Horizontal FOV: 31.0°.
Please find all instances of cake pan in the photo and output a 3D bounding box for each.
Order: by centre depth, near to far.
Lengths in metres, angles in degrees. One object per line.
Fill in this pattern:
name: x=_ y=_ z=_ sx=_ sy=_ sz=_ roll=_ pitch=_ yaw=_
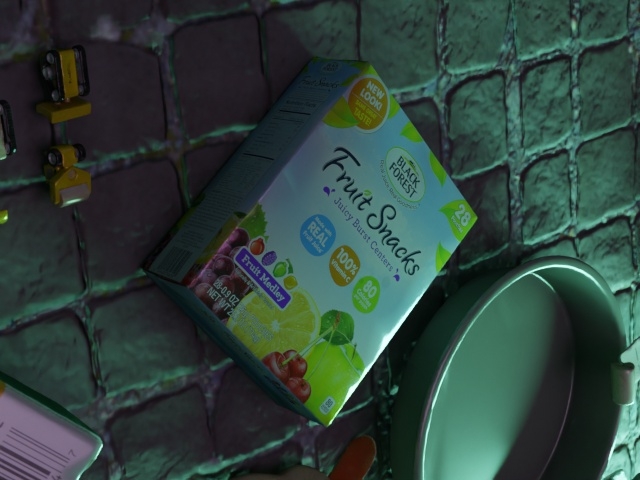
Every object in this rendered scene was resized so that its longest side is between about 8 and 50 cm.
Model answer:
cake pan: x=0.166 y=0.152 z=1.013 sx=0.293 sy=0.054 sz=0.293 roll=-12 pitch=109 yaw=-41

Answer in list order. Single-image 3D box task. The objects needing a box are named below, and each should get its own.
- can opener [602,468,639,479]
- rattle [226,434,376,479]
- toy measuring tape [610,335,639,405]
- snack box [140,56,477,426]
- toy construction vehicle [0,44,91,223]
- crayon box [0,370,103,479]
can opener: x=0.323 y=0.350 z=1.188 sx=0.074 sy=0.093 sz=0.280 roll=-38 pitch=127 yaw=-27
rattle: x=-0.030 y=0.244 z=0.887 sx=0.200 sy=0.130 sz=0.142 roll=-40 pitch=149 yaw=-62
toy measuring tape: x=0.401 y=0.088 z=1.127 sx=0.330 sy=0.121 sz=0.121 roll=-25 pitch=117 yaw=-47
snack box: x=0.000 y=0.000 z=0.839 sx=0.207 sy=0.070 sz=0.174 roll=-54 pitch=128 yaw=-17
toy construction vehicle: x=-0.179 y=-0.065 z=0.704 sx=0.086 sy=0.035 sz=0.098 roll=-26 pitch=120 yaw=-44
crayon box: x=-0.303 y=0.106 z=0.586 sx=0.323 sy=0.083 sz=0.203 roll=37 pitch=78 yaw=-28
